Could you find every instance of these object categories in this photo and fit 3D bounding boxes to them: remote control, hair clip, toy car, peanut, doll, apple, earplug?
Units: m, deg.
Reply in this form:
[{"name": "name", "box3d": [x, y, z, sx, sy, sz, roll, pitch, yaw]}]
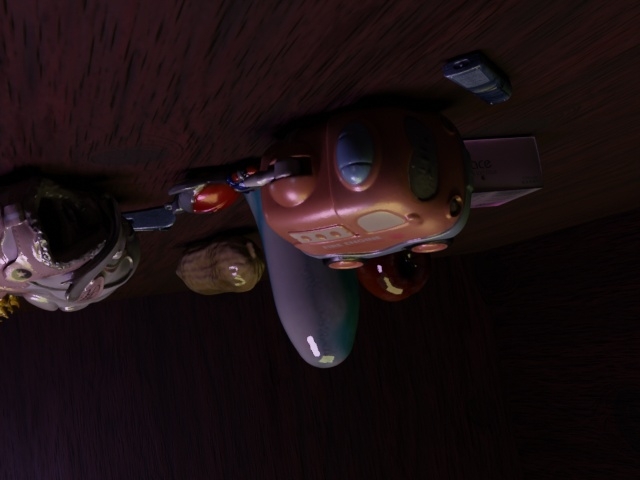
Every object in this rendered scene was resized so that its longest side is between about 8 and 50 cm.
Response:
[{"name": "remote control", "box3d": [0.185, -0.181, 0.894, 0.043, 0.027, 0.152, -8, 173, 28]}, {"name": "hair clip", "box3d": [-0.373, -0.029, 1.387, 0.229, 0.039, 0.070, -6, 174, -17]}, {"name": "toy car", "box3d": [0.047, -0.077, 1.012, 0.270, 0.180, 0.212, -12, 163, 29]}, {"name": "peanut", "box3d": [-0.229, 0.060, 1.901, 0.159, 0.143, 0.291, 9, 166, -37]}, {"name": "doll", "box3d": [-0.149, -0.079, 1.183, 0.195, 0.062, 0.104, -18, -177, 15]}, {"name": "apple", "box3d": [0.191, 0.059, 2.172, 0.234, 0.234, 0.234, -9, 174, -1]}, {"name": "earplug", "box3d": [-0.019, 0.051, 1.309, 0.185, 0.324, 0.185, -9, 174, -1]}]

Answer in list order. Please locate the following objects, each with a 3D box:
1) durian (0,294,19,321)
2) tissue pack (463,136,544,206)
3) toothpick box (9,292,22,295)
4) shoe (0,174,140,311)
[{"name": "durian", "box3d": [-0.741, 0.155, 1.591, 0.185, 0.195, 0.305, 30, 158, -37]}, {"name": "tissue pack", "box3d": [0.220, -0.105, 1.304, 0.246, 0.092, 0.148, -6, 172, -22]}, {"name": "toothpick box", "box3d": [-0.565, 0.043, 1.435, 0.111, 0.111, 0.180, -9, 173, -2]}, {"name": "shoe", "box3d": [-0.363, 0.008, 1.139, 0.198, 0.172, 0.351, -16, 173, 28]}]
